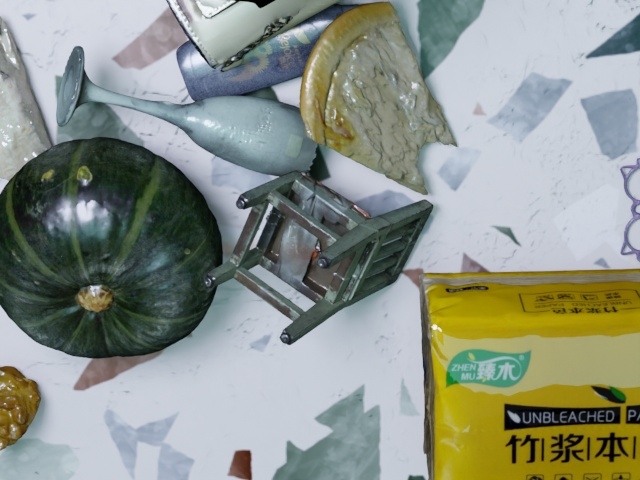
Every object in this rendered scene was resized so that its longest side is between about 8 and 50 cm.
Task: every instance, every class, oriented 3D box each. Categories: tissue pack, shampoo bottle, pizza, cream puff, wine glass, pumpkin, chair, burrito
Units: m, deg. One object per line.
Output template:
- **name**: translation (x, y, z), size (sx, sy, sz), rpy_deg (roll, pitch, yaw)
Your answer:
- **tissue pack**: translation (0.318, 0.191, 1.581), size (0.382, 0.228, 0.293), rpy_deg (-1, 110, 4)
- **shampoo bottle**: translation (-0.058, -0.237, 1.548), size (0.233, 0.049, 0.087), rpy_deg (-15, 113, 7)
- **pizza**: translation (0.074, -0.155, 1.534), size (0.181, 0.034, 0.262), rpy_deg (-43, 118, -10)
- **cream puff**: translation (-0.437, 0.225, 1.691), size (0.094, 0.122, 0.116), rpy_deg (34, 67, -16)
- **wine glass**: translation (-0.131, -0.114, 1.439), size (0.309, 0.264, 0.096), rpy_deg (13, 109, -23)
- **pumpkin**: translation (-0.265, 0.008, 1.548), size (0.300, 0.207, 0.300), rpy_deg (4, 133, 4)
- **chair**: translation (0.000, 0.000, 1.540), size (0.147, 0.270, 0.136), rpy_deg (35, 122, 17)
- **burrito**: translation (-0.396, -0.172, 1.579), size (0.087, 0.060, 0.226), rpy_deg (-13, 108, 2)

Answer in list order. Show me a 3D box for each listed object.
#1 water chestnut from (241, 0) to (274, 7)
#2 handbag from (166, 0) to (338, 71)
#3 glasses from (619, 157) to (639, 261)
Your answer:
- **water chestnut**: translation (-0.060, -0.416, 1.203), size (0.335, 0.335, 0.347), rpy_deg (-24, 112, 10)
- **handbag**: translation (-0.022, -0.383, 1.437), size (0.358, 0.160, 0.237), rpy_deg (-28, 89, 11)
- **glasses**: translation (0.416, -0.023, 1.571), size (0.062, 0.104, 0.140), rpy_deg (-4, 111, 2)
